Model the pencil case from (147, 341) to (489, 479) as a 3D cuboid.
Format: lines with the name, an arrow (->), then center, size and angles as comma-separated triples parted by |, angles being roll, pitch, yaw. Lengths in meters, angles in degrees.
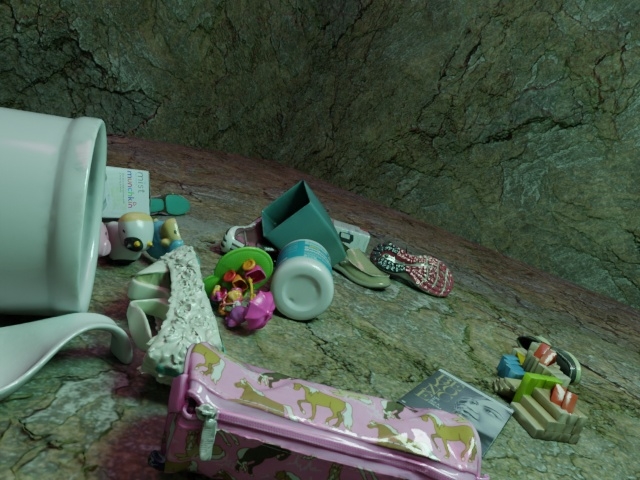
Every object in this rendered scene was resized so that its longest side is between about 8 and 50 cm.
pencil case -> 0.003, 0.246, 0.568 | 0.386, 0.160, 0.167 | 17, 22, -4

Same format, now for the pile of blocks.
pile of blocks -> 0.474, 0.294, 1.028 | 0.149, 0.112, 0.362 | 19, 14, 8

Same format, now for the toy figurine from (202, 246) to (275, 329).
toy figurine -> -0.163, 0.121, 0.956 | 0.130, 0.173, 0.159 | 62, 0, -42

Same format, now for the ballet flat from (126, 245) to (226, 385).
ballet flat -> -0.266, 0.106, 0.805 | 0.147, 0.146, 0.409 | 10, 15, -27

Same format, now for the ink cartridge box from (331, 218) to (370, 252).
ink cartridge box -> 0.104, -0.023, 1.867 | 0.175, 0.072, 0.127 | 17, 15, -2

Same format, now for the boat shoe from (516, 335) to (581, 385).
boat shoe -> 0.584, 0.306, 1.197 | 0.074, 0.080, 0.223 | 10, 10, -5

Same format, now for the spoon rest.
spoon rest -> -0.388, 0.151, 0.621 | 0.137, 0.084, 0.276 | 26, 16, 32

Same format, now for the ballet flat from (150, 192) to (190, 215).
ballet flat -> -0.528, -0.116, 1.507 | 0.079, 0.076, 0.221 | 2, 7, 25

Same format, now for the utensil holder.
utensil holder -> -0.547, -0.051, 0.689 | 0.386, 0.327, 0.327 | 6, 17, -20

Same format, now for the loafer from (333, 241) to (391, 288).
loafer -> 0.112, 0.071, 1.482 | 0.269, 0.092, 0.102 | 26, 17, 30

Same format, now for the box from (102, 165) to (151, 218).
box -> -0.582, -0.109, 1.104 | 0.262, 0.126, 0.231 | -2, -1, 37

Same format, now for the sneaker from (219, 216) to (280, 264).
sneaker -> -0.165, 0.015, 1.402 | 0.163, 0.106, 0.281 | 30, 25, 16

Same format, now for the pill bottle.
pill bottle -> -0.043, 0.082, 1.152 | 0.146, 0.146, 0.264 | 16, 15, -5

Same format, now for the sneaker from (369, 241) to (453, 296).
sneaker -> 0.315, 0.099, 1.593 | 0.299, 0.120, 0.112 | 27, -15, 8

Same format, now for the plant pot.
plant pot -> -0.037, -0.022, 1.383 | 0.234, 0.165, 0.165 | 48, 13, -29

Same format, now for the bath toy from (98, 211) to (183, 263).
bath toy -> -0.477, 0.007, 0.979 | 0.348, 0.151, 0.129 | -4, 47, -44

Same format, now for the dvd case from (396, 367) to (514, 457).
dvd case -> 0.262, 0.319, 0.879 | 0.165, 0.018, 0.221 | 26, 17, 32
